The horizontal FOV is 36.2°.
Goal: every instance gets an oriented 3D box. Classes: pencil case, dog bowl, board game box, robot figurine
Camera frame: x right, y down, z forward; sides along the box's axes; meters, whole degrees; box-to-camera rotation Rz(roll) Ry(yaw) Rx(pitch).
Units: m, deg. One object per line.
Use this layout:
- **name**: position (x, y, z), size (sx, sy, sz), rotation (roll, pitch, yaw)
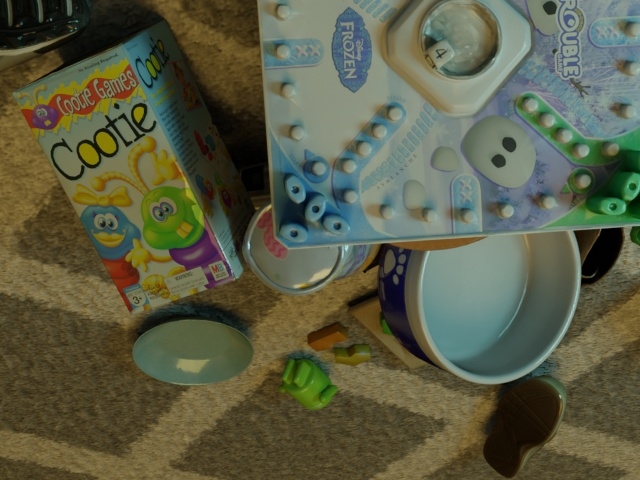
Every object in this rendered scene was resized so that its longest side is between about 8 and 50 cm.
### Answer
- **pencil case**: position (0.000, 0.000, 1.176), size (0.124, 0.113, 0.273), rotation (0, -178, 14)
- **dog bowl**: position (0.212, 0.050, 1.299), size (0.265, 0.264, 0.104), rotation (22, 177, -29)
- **board game box**: position (-0.194, -0.082, 1.096), size (0.142, 0.144, 0.275), rotation (-19, 108, 17)
- **board game box**: position (0.136, -0.195, 0.947), size (0.390, 0.389, 0.050), rotation (-4, -175, -1)
- **robot figurine**: position (-0.021, 0.245, 1.665), size (0.101, 0.067, 0.115), rotation (5, 150, 34)

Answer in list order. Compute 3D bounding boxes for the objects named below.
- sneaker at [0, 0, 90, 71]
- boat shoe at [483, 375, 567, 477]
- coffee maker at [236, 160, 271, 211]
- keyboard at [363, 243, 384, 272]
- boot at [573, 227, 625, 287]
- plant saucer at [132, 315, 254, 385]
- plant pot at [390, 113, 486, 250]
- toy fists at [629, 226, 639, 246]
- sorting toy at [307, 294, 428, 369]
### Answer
- **sneaker**: position (-0.377, -0.218, 1.056), size (0.272, 0.100, 0.108), rotation (-13, 165, 5)
- **boat shoe**: position (0.388, 0.328, 1.795), size (0.098, 0.109, 0.302), rotation (-32, 152, -31)
- **coffee maker**: position (-0.136, -0.031, 1.296), size (0.178, 0.120, 0.171), rotation (-3, 164, 0)
- **keyboard**: position (0.037, -0.014, 1.391), size (0.108, 0.023, 0.180), rotation (-29, 134, 18)
- **boot**: position (0.347, 0.033, 1.407), size (0.112, 0.115, 0.305), rotation (2, 142, -12)
- **plant saucer**: position (-0.204, 0.169, 1.578), size (0.195, 0.037, 0.195), rotation (-2, 141, -2)
- **plant pot**: position (0.127, -0.126, 1.119), size (0.291, 0.203, 0.290), rotation (-4, 141, -3)
- **toy fists**: position (0.397, -0.089, 1.244), size (0.279, 0.142, 0.096), rotation (28, 160, -33)
- **sorting toy**: position (0.148, 0.149, 1.584), size (0.307, 0.041, 0.229), rotation (-25, 137, 23)
